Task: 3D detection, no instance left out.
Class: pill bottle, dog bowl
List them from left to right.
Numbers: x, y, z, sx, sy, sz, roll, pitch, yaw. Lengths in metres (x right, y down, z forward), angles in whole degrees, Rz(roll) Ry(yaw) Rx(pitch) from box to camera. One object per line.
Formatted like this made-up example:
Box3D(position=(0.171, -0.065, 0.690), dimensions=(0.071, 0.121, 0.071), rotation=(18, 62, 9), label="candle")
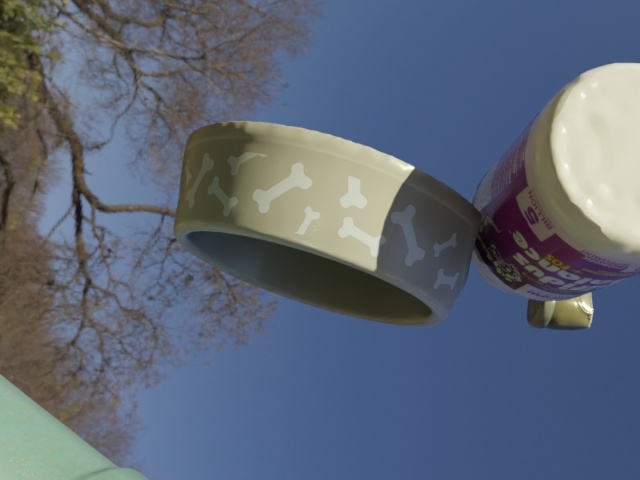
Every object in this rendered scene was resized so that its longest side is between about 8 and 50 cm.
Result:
Box3D(position=(0.000, 0.000, 0.726), dimensions=(0.348, 0.348, 0.102), rotation=(-1, -113, 50), label="dog bowl")
Box3D(position=(0.244, -0.031, 0.653), dimensions=(0.301, 0.169, 0.169), rotation=(100, -9, -75), label="pill bottle")

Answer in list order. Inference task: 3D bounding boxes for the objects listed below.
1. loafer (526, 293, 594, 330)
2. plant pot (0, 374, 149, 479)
Box3D(position=(0.364, 0.050, 0.977), dimensions=(0.251, 0.087, 0.094), rotation=(-59, 166, -46), label="loafer")
Box3D(position=(-0.315, 0.247, 0.513), dimensions=(0.334, 0.341, 0.341), rotation=(36, -69, 16), label="plant pot")
